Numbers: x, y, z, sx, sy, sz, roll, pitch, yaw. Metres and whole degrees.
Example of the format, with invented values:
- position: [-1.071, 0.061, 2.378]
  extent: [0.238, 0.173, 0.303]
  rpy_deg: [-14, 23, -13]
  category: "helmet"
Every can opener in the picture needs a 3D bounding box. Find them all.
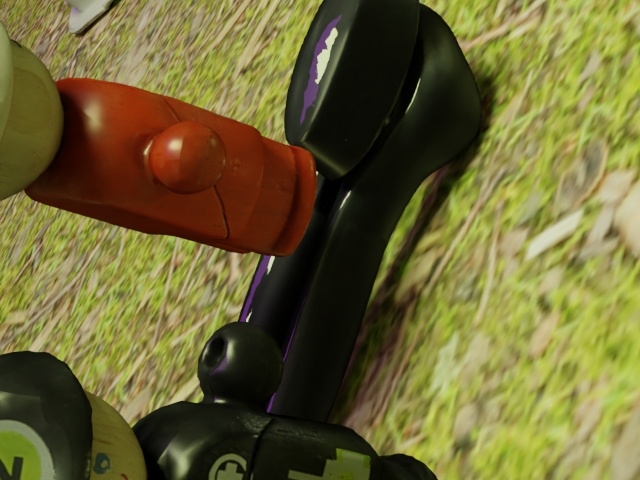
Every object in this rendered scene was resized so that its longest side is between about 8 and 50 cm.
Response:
- position: [0.000, 0.000, 0.669]
  extent: [0.059, 0.073, 0.186]
  rpy_deg: [14, 84, 62]
  category: "can opener"

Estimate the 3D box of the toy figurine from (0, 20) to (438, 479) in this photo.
- position: [-0.091, 0.063, 0.582]
  extent: [0.209, 0.148, 0.213]
  rpy_deg: [-48, 43, 31]
  category: "toy figurine"

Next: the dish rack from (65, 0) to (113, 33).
- position: [-0.089, -0.310, 1.334]
  extent: [0.333, 0.072, 0.285]
  rpy_deg: [-26, 38, 57]
  category: "dish rack"
